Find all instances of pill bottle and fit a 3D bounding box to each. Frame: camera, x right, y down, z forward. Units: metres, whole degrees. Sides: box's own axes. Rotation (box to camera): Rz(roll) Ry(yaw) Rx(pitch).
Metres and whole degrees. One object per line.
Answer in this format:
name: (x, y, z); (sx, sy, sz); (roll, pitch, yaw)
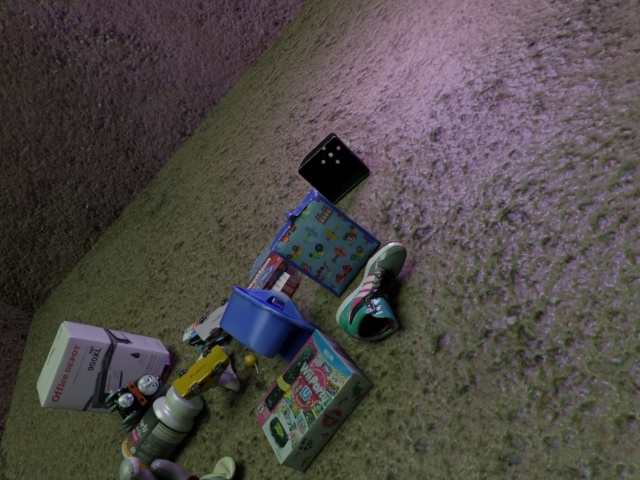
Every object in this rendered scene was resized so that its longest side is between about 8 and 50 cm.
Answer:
pill bottle: (-0.540, 0.643, 1.781); (0.278, 0.162, 0.162); (-53, 35, 2)

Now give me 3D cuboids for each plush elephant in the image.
plush elephant: (-0.362, 0.736, 1.438); (0.255, 0.330, 0.271); (-20, 56, 8)

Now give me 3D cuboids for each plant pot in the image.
plant pot: (0.045, -0.284, 1.888); (0.187, 0.188, 0.167); (-41, 24, 19)

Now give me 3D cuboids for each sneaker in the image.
sneaker: (0.165, 0.154, 1.401); (0.295, 0.124, 0.178); (-58, 29, 8)
sneaker: (-0.352, 0.433, 1.788); (0.290, 0.106, 0.123); (9, 70, 54)

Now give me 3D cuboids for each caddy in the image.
caddy: (-0.154, 0.243, 1.596); (0.341, 0.241, 0.179); (20, 82, 49)

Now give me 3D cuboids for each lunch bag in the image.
lunch bag: (0.000, 0.000, 1.581); (0.221, 0.293, 0.138); (-52, 35, 2)

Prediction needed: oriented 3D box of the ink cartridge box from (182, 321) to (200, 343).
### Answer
ink cartridge box: (-0.510, 0.367, 2.098); (0.115, 0.029, 0.062); (-33, 39, 28)

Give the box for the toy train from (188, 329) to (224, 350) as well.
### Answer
toy train: (-0.412, 0.345, 1.943); (0.184, 0.080, 0.105); (-27, 9, 21)

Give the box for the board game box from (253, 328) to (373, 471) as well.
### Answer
board game box: (-0.028, 0.433, 1.420); (0.303, 0.097, 0.224); (-52, 35, 1)

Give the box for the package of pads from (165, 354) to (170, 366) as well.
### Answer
package of pads: (-0.664, 0.513, 2.151); (0.083, 0.032, 0.050); (-37, 42, 23)

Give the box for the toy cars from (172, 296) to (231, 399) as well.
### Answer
toy cars: (-0.350, 0.358, 1.716); (0.177, 0.087, 0.393); (-7, 44, 21)

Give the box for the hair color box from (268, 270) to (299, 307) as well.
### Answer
hair color box: (-0.154, 0.190, 1.811); (0.167, 0.053, 0.093); (-58, 33, -3)

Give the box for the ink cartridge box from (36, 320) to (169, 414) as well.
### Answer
ink cartridge box: (-0.840, 0.506, 2.007); (0.166, 0.395, 0.285); (21, 90, 54)

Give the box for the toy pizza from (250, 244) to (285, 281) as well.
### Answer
toy pizza: (-0.189, 0.104, 1.944); (0.201, 0.032, 0.201); (-29, 43, 31)

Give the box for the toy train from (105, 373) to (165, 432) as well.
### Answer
toy train: (-0.659, 0.577, 1.872); (0.190, 0.142, 0.334); (-37, -12, -29)

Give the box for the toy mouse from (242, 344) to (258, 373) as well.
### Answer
toy mouse: (-0.221, 0.358, 1.764); (0.161, 0.031, 0.143); (20, 77, 54)

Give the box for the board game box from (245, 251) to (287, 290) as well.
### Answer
board game box: (-0.224, 0.166, 1.860); (0.281, 0.027, 0.145); (-55, 23, 1)
